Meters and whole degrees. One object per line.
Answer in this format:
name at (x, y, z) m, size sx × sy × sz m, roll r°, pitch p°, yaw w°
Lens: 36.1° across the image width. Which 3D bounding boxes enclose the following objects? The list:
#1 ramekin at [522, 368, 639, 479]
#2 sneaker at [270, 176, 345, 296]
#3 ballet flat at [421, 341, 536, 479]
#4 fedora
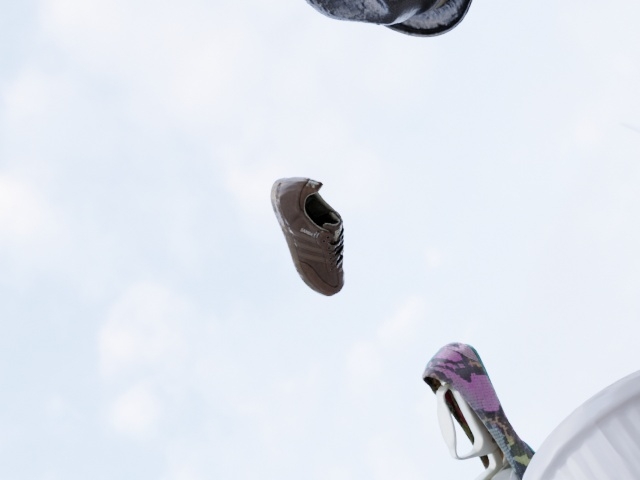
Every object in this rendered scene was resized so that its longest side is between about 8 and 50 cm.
ramekin at (0.321, 0.236, 0.857) m, size 0.273 × 0.127 × 0.272 m, roll -9°, pitch -52°, yaw -12°
sneaker at (0.000, 0.000, 1.262) m, size 0.066 × 0.071 × 0.188 m, roll -58°, pitch -47°, yaw -38°
ballet flat at (0.170, 0.210, 0.995) m, size 0.079 × 0.077 × 0.221 m, roll -32°, pitch -89°, yaw -27°
fedora at (0.054, -0.405, 1.401) m, size 0.152 × 0.334 × 0.334 m, roll -41°, pitch -46°, yaw -29°
